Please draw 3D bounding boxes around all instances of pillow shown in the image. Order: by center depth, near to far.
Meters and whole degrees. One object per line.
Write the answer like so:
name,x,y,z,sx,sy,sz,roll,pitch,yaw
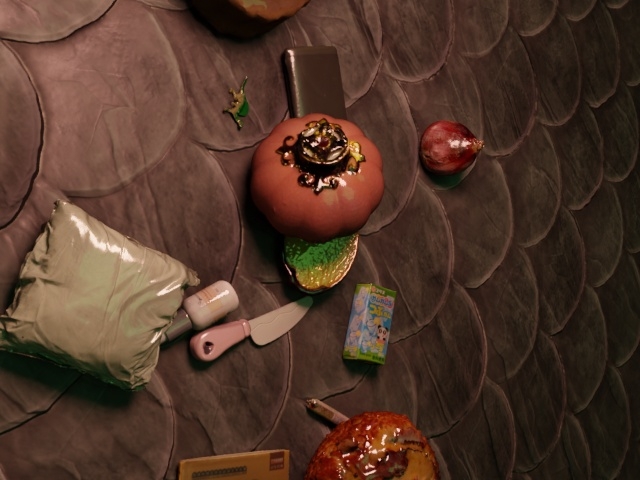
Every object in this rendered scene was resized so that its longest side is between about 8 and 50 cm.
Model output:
pillow,-0.404,0.118,1.109,0.310,0.138,0.283,32,80,-26

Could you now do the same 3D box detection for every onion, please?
onion,0.368,-0.254,1.666,0.159,0.195,0.160,-5,98,-34

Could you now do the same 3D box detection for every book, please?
book,-0.191,0.650,1.285,0.268,0.032,0.389,7,83,-37

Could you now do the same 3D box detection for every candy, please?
candy,0.124,0.211,1.533,0.097,0.062,0.195,21,74,-33

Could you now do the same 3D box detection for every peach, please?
peach,-0.002,0.002,1.453,0.189,0.068,0.279,41,67,-15

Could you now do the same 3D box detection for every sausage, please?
sausage,0.062,0.449,1.485,0.269,0.032,0.033,38,66,-28

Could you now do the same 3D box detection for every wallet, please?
wallet,-0.010,-0.350,1.489,0.168,0.052,0.245,-13,99,-36

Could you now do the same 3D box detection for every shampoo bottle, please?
shampoo bottle,-0.263,0.152,1.247,0.192,0.074,0.074,-28,103,-24

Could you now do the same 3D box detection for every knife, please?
knife,-0.137,0.198,1.357,0.335,0.043,0.081,-14,101,-38

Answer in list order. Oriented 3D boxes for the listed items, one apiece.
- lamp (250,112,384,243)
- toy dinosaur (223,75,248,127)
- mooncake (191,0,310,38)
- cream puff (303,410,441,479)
lamp,-0.005,-0.148,1.327,0.305,0.240,0.305,3,62,-5
toy dinosaur,-0.181,-0.316,1.377,0.060,0.029,0.120,35,60,-46
mooncake,-0.159,-0.615,1.315,0.324,0.187,0.324,2,86,-34
cream puff,0.111,0.534,1.387,0.350,0.229,0.351,-10,120,-18
